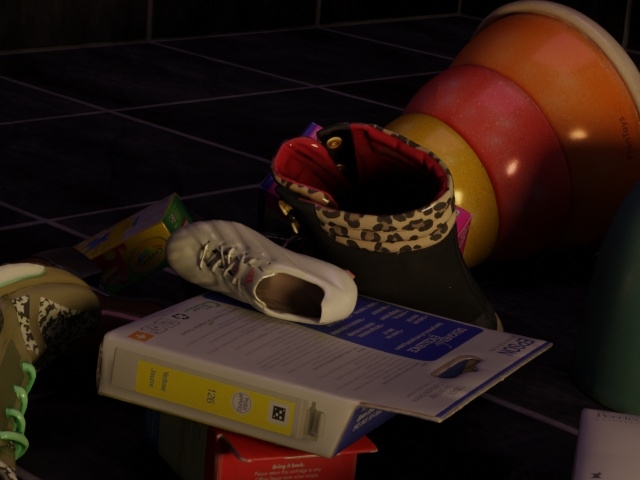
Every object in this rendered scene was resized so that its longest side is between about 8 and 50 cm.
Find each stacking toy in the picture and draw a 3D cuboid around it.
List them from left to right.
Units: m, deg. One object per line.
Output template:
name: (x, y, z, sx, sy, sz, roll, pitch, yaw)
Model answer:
stacking toy: (0.161, -0.078, 2.206, 0.480, 0.350, 0.350, -25, 30, -32)

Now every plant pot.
plant pot: (0.422, 0.047, 1.855, 0.293, 0.235, 0.293, 3, 16, -1)

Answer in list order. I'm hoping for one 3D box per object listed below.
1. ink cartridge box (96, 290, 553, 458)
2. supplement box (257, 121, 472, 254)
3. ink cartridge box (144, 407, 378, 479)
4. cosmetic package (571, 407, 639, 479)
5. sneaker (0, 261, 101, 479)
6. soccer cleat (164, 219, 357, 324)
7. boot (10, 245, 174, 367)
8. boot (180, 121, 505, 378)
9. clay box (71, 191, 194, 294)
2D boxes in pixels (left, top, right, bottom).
ink cartridge box: (0.012, 0.111, 1.552, 0.307, 0.072, 0.303, 16, 15, 22)
supplement box: (0.049, -0.019, 2.000, 0.220, 0.111, 0.114, 32, 66, 13)
ink cartridge box: (-0.056, 0.177, 1.551, 0.134, 0.078, 0.231, -1, 17, -24)
cosmetic package: (0.297, 0.239, 1.333, 0.224, 0.138, 0.224, 7, 15, 9)
sneaker: (-0.305, 0.160, 1.486, 0.182, 0.158, 0.410, 41, 38, 13)
soccer cleat: (-0.061, 0.028, 1.579, 0.196, 0.068, 0.076, 16, 19, 22)
boot: (-0.280, 0.113, 1.688, 0.264, 0.096, 0.280, 38, 40, 26)
boot: (0.000, 0.000, 1.810, 0.377, 0.284, 0.138, 18, 59, 26)
clay box: (-0.248, 0.032, 1.919, 0.222, 0.053, 0.127, -28, 13, 10)
